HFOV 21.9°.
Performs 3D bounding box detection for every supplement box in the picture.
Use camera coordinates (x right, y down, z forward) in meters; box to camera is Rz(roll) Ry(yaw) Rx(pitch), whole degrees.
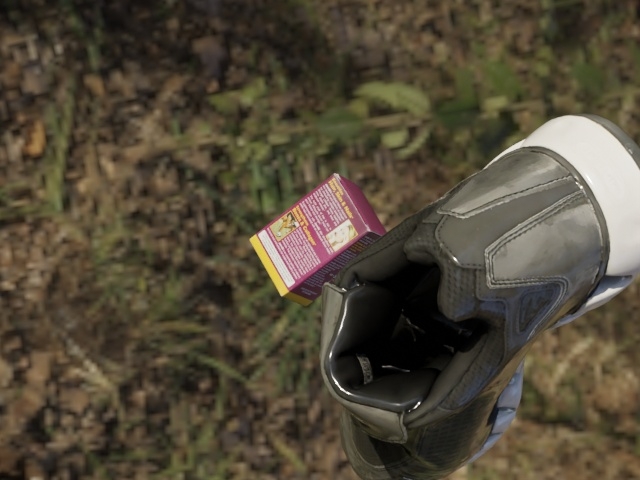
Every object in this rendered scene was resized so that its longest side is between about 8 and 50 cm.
[{"bbox_3d":[0.000,0.000,1.198,0.055,0.083,0.043,61,16,25],"label":"supplement box"}]

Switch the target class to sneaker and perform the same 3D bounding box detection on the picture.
[{"bbox_3d":[0.035,0.042,0.632,0.106,0.234,0.078,-24,70,-31],"label":"sneaker"}]
